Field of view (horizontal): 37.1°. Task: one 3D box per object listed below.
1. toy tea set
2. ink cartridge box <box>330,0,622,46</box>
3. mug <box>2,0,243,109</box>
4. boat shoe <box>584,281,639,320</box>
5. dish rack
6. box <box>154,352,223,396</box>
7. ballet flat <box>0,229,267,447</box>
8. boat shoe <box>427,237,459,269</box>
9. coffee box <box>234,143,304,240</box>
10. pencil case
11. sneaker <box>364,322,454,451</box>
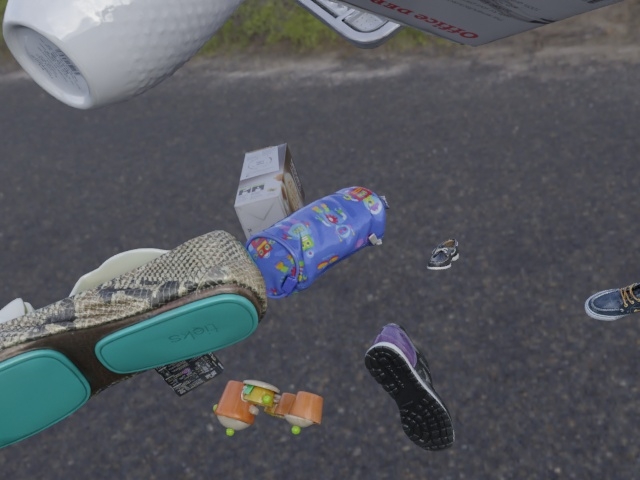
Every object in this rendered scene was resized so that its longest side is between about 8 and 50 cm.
[{"bbox_3d":[-0.119,0.399,2.174,0.200,0.124,0.336,20,-16,-16],"label":"toy tea set"},{"bbox_3d":[0.209,-0.380,1.141,0.286,0.166,0.395,12,-8,-30],"label":"ink cartridge box"},{"bbox_3d":[-0.311,-0.394,1.378,0.276,0.374,0.328,16,59,37],"label":"mug"},{"bbox_3d":[0.628,0.111,1.924,0.183,0.083,0.065,-8,61,6],"label":"boat shoe"},{"bbox_3d":[0.073,-0.491,1.752,0.285,0.072,0.333,-40,64,-17],"label":"dish rack"},{"bbox_3d":[-0.198,0.189,1.431,0.083,0.067,0.018,-31,22,16],"label":"box"},{"bbox_3d":[-0.304,0.119,1.216,0.483,0.164,0.182,-24,46,-2],"label":"ballet flat"},{"bbox_3d":[0.235,0.026,1.818,0.046,0.038,0.125,6,16,28],"label":"boat shoe"},{"bbox_3d":[-0.102,-0.085,2.006,0.098,0.141,0.246,-14,30,10],"label":"coffee box"},{"bbox_3d":[0.000,0.000,1.704,0.133,0.119,0.306,40,40,18],"label":"pencil case"},{"bbox_3d":[0.201,0.292,1.934,0.107,0.283,0.124,-19,21,29],"label":"sneaker"}]
